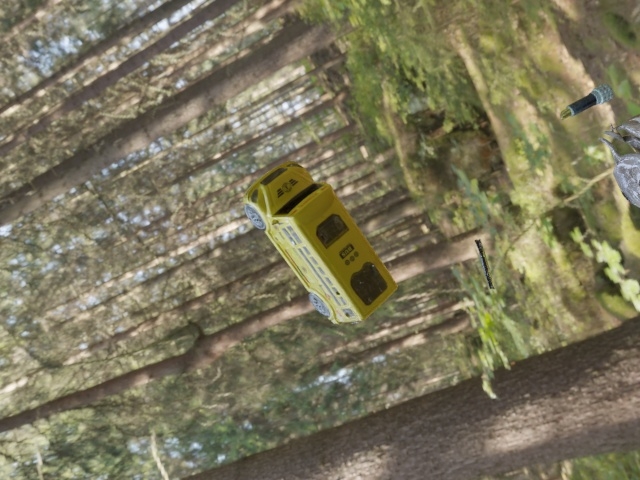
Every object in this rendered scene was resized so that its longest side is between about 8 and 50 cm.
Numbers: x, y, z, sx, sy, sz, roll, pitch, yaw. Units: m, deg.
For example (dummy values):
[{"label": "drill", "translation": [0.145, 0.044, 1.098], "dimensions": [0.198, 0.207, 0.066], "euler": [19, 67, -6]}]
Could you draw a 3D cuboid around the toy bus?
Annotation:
[{"label": "toy bus", "translation": [0.000, 0.000, 1.161], "dimensions": [0.330, 0.144, 0.152], "euler": [55, 156, -11]}]

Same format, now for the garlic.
[{"label": "garlic", "translation": [0.793, -0.181, 1.351], "dimensions": [0.292, 0.210, 0.237], "euler": [24, 176, 39]}]

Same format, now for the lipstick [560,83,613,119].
[{"label": "lipstick", "translation": [0.533, -0.277, 1.206], "dimensions": [0.037, 0.116, 0.037], "euler": [63, 176, 8]}]

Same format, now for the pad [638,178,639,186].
[{"label": "pad", "translation": [0.668, -0.177, 1.047], "dimensions": [0.181, 0.267, 0.004], "euler": [28, -163, -52]}]

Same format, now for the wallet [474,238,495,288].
[{"label": "wallet", "translation": [0.487, 0.070, 1.762], "dimensions": [0.082, 0.018, 0.156], "euler": [7, -113, -72]}]
